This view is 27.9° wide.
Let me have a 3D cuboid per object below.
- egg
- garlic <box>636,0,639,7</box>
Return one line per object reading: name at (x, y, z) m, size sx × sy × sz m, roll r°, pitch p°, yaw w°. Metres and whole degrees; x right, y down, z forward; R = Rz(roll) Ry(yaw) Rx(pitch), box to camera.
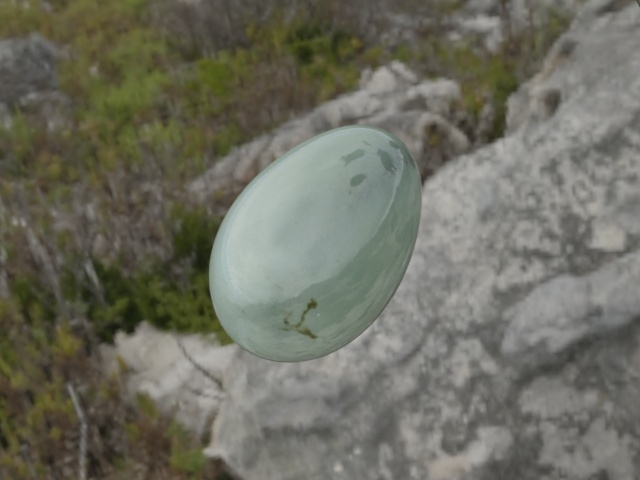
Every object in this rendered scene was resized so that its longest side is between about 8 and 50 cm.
egg at (0.000, 0.000, 1.276) m, size 0.183 × 0.183 × 0.264 m, roll 24°, pitch 71°, yaw 41°
garlic at (0.646, -0.440, 2.041) m, size 0.321 × 0.322 × 0.241 m, roll 2°, pitch 69°, yaw 19°
